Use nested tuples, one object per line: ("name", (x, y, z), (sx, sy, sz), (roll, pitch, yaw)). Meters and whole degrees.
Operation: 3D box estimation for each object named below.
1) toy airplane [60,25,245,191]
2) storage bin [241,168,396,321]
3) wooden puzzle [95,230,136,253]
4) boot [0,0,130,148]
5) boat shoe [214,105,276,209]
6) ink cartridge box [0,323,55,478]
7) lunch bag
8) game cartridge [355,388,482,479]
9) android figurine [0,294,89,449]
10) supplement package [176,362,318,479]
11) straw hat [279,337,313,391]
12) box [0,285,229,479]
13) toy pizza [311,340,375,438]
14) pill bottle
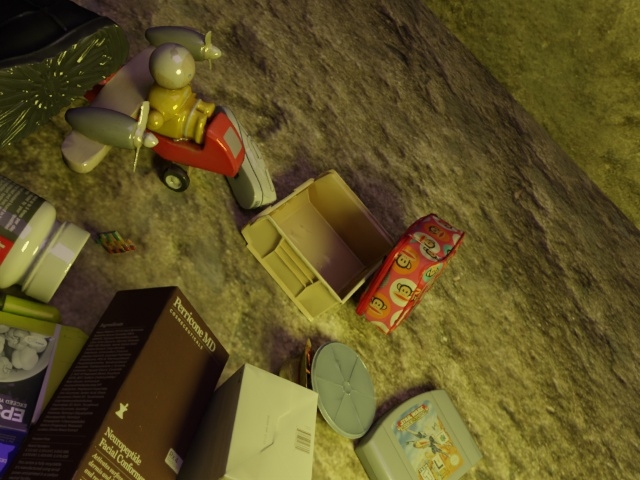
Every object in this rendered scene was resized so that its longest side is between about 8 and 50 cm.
("toy airplane", (-0.348, -0.302, 1.288), (0.384, 0.272, 0.386), (-6, 66, -40))
("storage bin", (0.000, 0.000, 1.469), (0.260, 0.123, 0.262), (50, 44, 0))
("wooden puzzle", (-0.381, 0.004, 1.201), (0.049, 0.083, 0.006), (62, 35, -35))
("boot", (-0.618, -0.367, 1.121), (0.445, 0.146, 0.367), (35, 51, 15))
("boat shoe", (-0.176, -0.188, 1.486), (0.084, 0.095, 0.258), (-9, 75, -44))
("ink cartridge box", (-0.504, 0.208, 0.910), (0.206, 0.045, 0.208), (20, 52, -25))
("lunch bag", (0.201, 0.086, 1.486), (0.120, 0.258, 0.293), (34, 29, 14))
("game cartridge", (0.213, 0.440, 1.393), (0.297, 0.062, 0.198), (-19, 79, -44))
("android figurine", (-0.465, 0.204, 1.009), (0.272, 0.056, 0.248), (18, 52, -28))
("supplement package", (-0.123, 0.348, 1.062), (0.149, 0.203, 0.194), (28, 41, -20))
("straw hat", (-0.049, 0.267, 1.289), (0.061, 0.144, 0.144), (-3, 56, 4))
("box", (-0.295, 0.273, 0.990), (0.191, 0.143, 0.381), (61, 32, -37))
("toy pizza", (0.043, 0.307, 1.342), (0.201, 0.032, 0.201), (32, 44, -38))
("pill bottle", (-0.529, -0.024, 1.036), (0.283, 0.161, 0.161), (32, 47, -17))
